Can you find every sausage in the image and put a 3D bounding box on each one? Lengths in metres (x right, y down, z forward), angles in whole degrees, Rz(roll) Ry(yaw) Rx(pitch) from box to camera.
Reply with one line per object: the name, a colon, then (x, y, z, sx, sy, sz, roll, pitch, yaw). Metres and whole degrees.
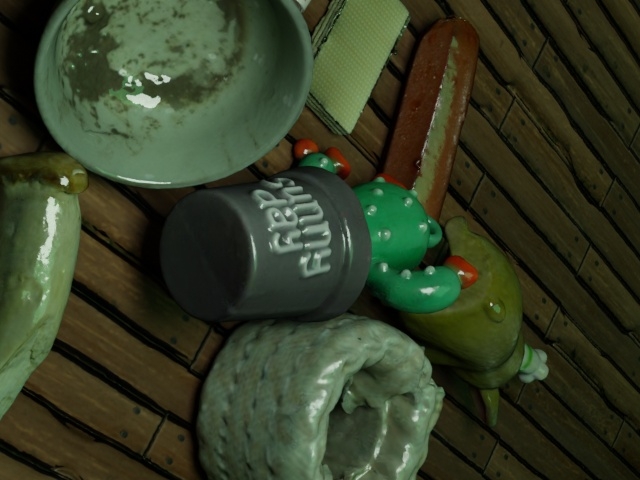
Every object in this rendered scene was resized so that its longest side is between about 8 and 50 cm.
sausage: (0.143, -0.145, 1.693, 0.102, 0.102, 0.330, 20, 83, -46)

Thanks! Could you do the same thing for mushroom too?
mushroom: (-0.316, 0.068, 1.272, 0.087, 0.107, 0.333, 21, 81, -72)

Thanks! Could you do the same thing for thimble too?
thimble: (0.002, 0.223, 1.560, 0.292, 0.195, 0.291, -17, 113, -46)

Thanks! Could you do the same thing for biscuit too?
biscuit: (0.040, -0.249, 1.607, 0.121, 0.041, 0.199, 42, 67, -39)

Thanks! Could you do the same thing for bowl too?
bowl: (-0.160, -0.208, 1.307, 0.289, 0.146, 0.289, -8, 133, -9)

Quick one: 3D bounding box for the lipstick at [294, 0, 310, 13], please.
lipstick: (-0.005, -0.343, 1.541, 0.038, 0.038, 0.130, 46, 66, -41)

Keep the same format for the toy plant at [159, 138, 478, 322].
toy plant: (0.010, 0.005, 1.472, 0.400, 0.280, 0.185, -8, 115, -49)

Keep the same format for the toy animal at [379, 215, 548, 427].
toy animal: (0.215, 0.132, 1.790, 0.181, 0.180, 0.363, -51, 152, -17)
